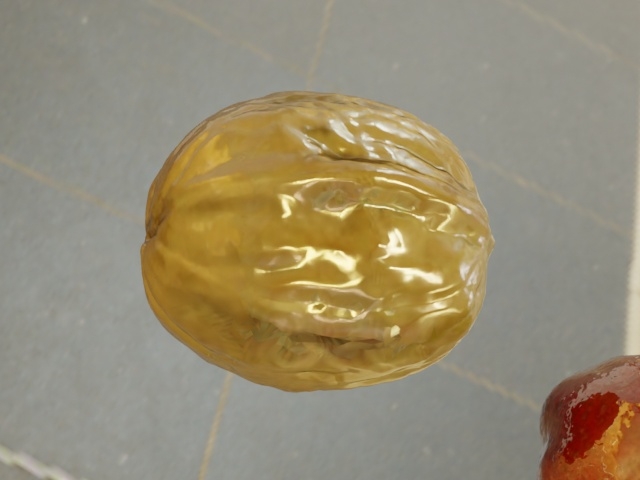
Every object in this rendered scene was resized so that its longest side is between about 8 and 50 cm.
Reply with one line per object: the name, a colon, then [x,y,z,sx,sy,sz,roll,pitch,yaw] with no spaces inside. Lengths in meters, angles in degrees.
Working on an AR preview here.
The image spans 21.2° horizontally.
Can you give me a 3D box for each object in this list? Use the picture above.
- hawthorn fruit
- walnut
hawthorn fruit: [0.243,0.159,1.239,0.169,0.188,0.169,2,82,-16]
walnut: [0.000,0.000,1.244,0.261,0.225,0.225,-1,52,-8]
